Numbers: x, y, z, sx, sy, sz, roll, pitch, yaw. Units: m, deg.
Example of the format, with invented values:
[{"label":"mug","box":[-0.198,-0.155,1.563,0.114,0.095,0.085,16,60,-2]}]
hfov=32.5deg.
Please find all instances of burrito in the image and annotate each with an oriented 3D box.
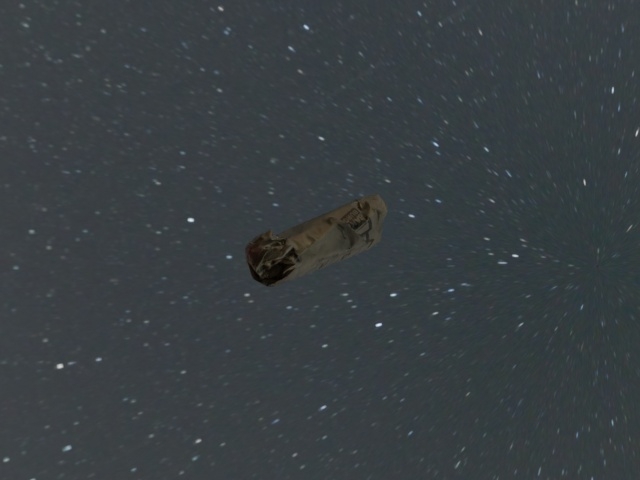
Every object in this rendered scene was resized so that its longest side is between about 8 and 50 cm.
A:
[{"label":"burrito","box":[0.001,-0.001,1.180,0.064,0.203,0.064,20,-61,42]}]
